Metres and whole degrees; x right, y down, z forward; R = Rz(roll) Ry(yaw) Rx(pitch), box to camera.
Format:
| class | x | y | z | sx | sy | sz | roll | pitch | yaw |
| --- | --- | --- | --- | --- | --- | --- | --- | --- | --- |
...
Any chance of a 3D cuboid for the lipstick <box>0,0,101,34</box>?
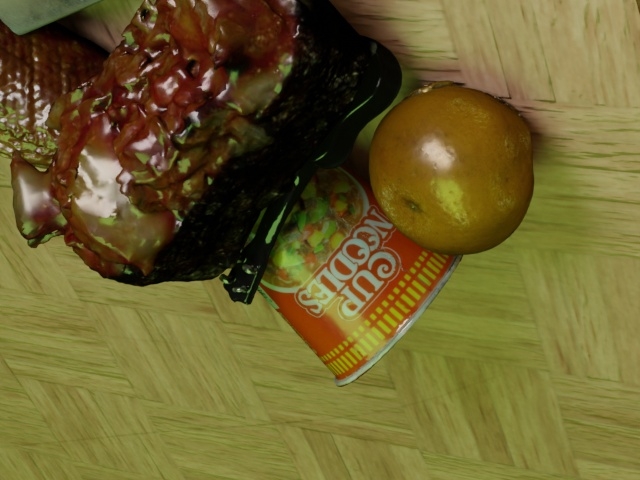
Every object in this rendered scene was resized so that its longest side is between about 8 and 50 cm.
| class | x | y | z | sx | sy | sz | roll | pitch | yaw |
| --- | --- | --- | --- | --- | --- | --- | --- | --- | --- |
| lipstick | -0.192 | -0.252 | 1.430 | 0.253 | 0.079 | 0.077 | -12 | 124 | 44 |

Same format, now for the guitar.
| class | x | y | z | sx | sy | sz | roll | pitch | yaw |
| --- | --- | --- | --- | --- | --- | --- | --- | --- | --- |
| guitar | -0.022 | -0.059 | 1.453 | 0.084 | 0.271 | 0.038 | 40 | -162 | 33 |

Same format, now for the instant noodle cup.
| class | x | y | z | sx | sy | sz | roll | pitch | yaw |
| --- | --- | --- | --- | --- | --- | --- | --- | --- | --- |
| instant noodle cup | 0.000 | 0.000 | 1.568 | 0.212 | 0.193 | 0.193 | 41 | 144 | -6 |

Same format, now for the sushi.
| class | x | y | z | sx | sy | sz | roll | pitch | yaw |
| --- | --- | --- | --- | --- | --- | --- | --- | --- | --- |
| sushi | -0.122 | -0.102 | 1.401 | 0.182 | 0.196 | 0.343 | 9 | 129 | -48 |

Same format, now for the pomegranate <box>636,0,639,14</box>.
| class | x | y | z | sx | sy | sz | roll | pitch | yaw |
| --- | --- | --- | --- | --- | --- | --- | --- | --- | --- |
| pomegranate | 0.316 | -0.185 | 1.048 | 0.260 | 0.260 | 0.260 | 18 | 145 | 13 |

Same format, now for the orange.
| class | x | y | z | sx | sy | sz | roll | pitch | yaw |
| --- | --- | --- | --- | --- | --- | --- | --- | --- | --- |
| orange | 0.118 | -0.063 | 1.441 | 0.155 | 0.134 | 0.154 | 35 | 145 | 29 |

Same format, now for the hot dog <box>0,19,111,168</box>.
| class | x | y | z | sx | sy | sz | roll | pitch | yaw |
| --- | --- | --- | --- | --- | --- | --- | --- | --- | --- |
| hot dog | -0.267 | -0.152 | 1.552 | 0.227 | 0.160 | 0.099 | 30 | 135 | -3 |
